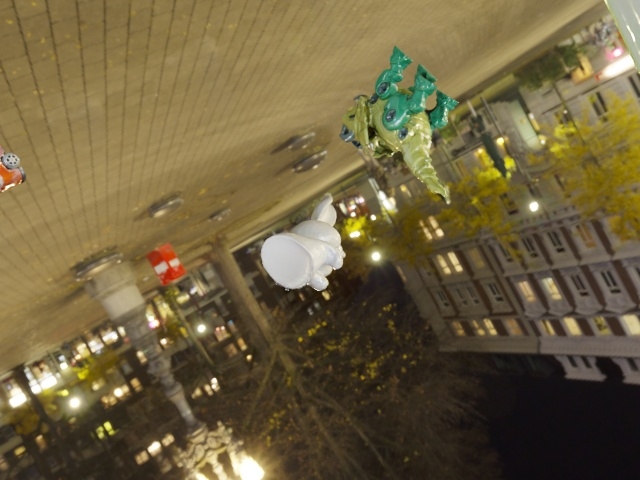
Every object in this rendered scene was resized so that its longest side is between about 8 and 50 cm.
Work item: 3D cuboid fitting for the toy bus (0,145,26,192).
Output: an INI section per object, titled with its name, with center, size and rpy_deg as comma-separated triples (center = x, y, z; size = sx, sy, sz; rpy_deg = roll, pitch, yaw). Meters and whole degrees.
[toy bus]
center = -0.596, -0.157, 0.901
size = 0.079, 0.174, 0.077
rpy_deg = -13, -153, 44

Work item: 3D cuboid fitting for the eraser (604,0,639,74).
[eraser]
center = 0.407, -0.374, 0.665
size = 0.092, 0.274, 0.210
rpy_deg = -21, -161, 47

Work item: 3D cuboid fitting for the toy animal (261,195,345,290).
[toy animal]
center = -0.001, 0.003, 0.922
size = 0.221, 0.130, 0.104
rpy_deg = -45, 153, -57

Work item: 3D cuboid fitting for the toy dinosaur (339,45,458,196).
[toy dinosaur]
center = 0.119, -0.159, 0.718
size = 0.094, 0.259, 0.153
rpy_deg = 17, 116, -39
